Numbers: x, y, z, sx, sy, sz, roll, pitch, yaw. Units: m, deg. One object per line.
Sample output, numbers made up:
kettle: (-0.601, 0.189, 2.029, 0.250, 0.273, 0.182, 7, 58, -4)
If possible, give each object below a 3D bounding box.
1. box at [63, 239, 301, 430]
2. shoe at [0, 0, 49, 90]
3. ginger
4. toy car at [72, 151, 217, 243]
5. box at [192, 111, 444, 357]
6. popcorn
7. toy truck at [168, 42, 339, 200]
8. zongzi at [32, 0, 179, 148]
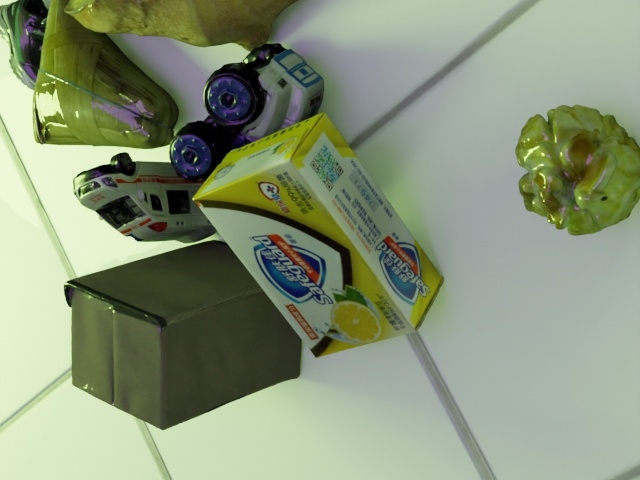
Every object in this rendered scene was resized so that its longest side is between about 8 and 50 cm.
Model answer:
box: (-0.168, 0.113, 1.687, 0.188, 0.252, 0.153, 17, 112, 37)
shoe: (-0.403, -0.294, 1.927, 0.099, 0.071, 0.169, -37, 73, 29)
ginger: (-0.169, -0.319, 1.675, 0.353, 0.126, 0.190, 1, 137, 22)
toy car: (-0.224, -0.051, 1.728, 0.089, 0.209, 0.108, -19, 79, 36)
box: (0.000, 0.000, 1.556, 0.168, 0.097, 0.265, -17, 118, 38)
popcorn: (0.274, -0.075, 1.385, 0.162, 0.135, 0.142, 105, 158, -70)
toy truck: (-0.068, -0.126, 1.649, 0.177, 0.161, 0.213, 39, 120, 5)
zongzi: (-0.289, -0.251, 1.829, 0.228, 0.115, 0.256, 5, 88, 31)
